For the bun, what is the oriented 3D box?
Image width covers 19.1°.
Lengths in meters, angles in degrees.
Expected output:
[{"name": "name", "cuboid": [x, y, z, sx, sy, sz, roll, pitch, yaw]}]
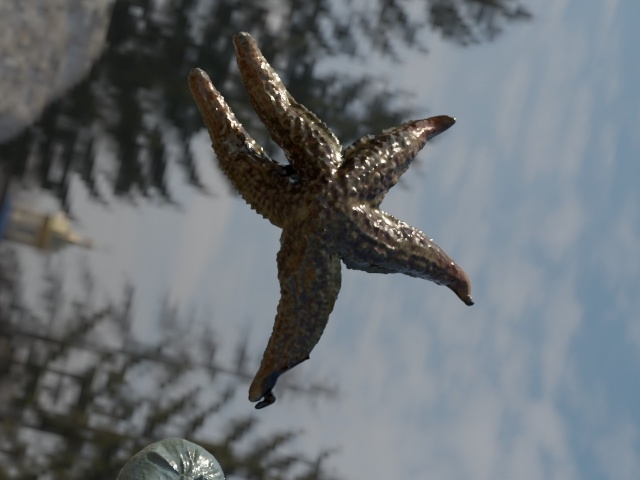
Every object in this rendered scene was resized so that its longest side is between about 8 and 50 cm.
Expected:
[{"name": "bun", "cuboid": [-0.091, 0.161, 1.173, 0.045, 0.083, 0.083, -10, -119, 40]}]

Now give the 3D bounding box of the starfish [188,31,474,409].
[{"name": "starfish", "cuboid": [0.003, 0.000, 0.692, 0.041, 0.133, 0.130, 154, -46, -71]}]
